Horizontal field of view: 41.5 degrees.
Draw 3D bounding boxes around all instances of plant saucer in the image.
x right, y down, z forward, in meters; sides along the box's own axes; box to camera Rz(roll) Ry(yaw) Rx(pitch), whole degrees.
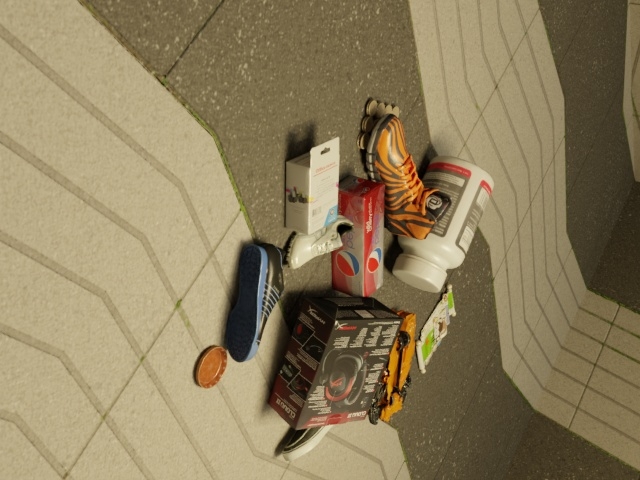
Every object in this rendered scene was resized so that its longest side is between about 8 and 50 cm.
[{"bbox_3d":[-0.207,0.239,1.598,0.083,0.013,0.083,-34,133,-46],"label":"plant saucer"}]

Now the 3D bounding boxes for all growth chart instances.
[{"bbox_3d":[0.342,0.265,2.502,0.237,0.021,0.172,-56,147,-25],"label":"growth chart"}]

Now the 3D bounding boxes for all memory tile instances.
[{"bbox_3d":[0.131,-0.254,1.901,0.148,0.012,0.113,-1,105,-59],"label":"memory tile"}]

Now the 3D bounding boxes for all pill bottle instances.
[{"bbox_3d":[0.301,-0.038,2.126,0.318,0.176,0.176,-65,149,-13],"label":"pill bottle"}]

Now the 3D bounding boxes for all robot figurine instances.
[{"bbox_3d":[0.175,0.334,2.201,0.211,0.085,0.291,-14,116,-55],"label":"robot figurine"}]

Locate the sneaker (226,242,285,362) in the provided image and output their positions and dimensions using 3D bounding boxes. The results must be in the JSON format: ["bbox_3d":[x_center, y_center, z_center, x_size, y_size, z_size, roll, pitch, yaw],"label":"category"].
[{"bbox_3d":[-0.115,0.120,1.620,0.090,0.081,0.232,2,102,-51],"label":"sneaker"}]

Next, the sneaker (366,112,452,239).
[{"bbox_3d":[0.210,-0.135,1.906,0.124,0.180,0.321,-47,145,-32],"label":"sneaker"}]

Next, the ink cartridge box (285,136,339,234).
[{"bbox_3d":[-0.016,-0.115,1.682,0.104,0.061,0.181,-30,130,-49],"label":"ink cartridge box"}]

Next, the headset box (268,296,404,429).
[{"bbox_3d":[0.029,0.274,1.827,0.218,0.110,0.293,3,113,-43],"label":"headset box"}]

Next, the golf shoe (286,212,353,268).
[{"bbox_3d":[0.000,0.000,1.745,0.176,0.086,0.069,-48,144,-33],"label":"golf shoe"}]

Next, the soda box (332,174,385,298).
[{"bbox_3d":[0.083,-0.004,1.870,0.083,0.092,0.263,-35,133,-44],"label":"soda box"}]

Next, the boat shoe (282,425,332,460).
[{"bbox_3d":[-0.020,0.418,1.948,0.219,0.078,0.070,-40,102,-38],"label":"boat shoe"}]
